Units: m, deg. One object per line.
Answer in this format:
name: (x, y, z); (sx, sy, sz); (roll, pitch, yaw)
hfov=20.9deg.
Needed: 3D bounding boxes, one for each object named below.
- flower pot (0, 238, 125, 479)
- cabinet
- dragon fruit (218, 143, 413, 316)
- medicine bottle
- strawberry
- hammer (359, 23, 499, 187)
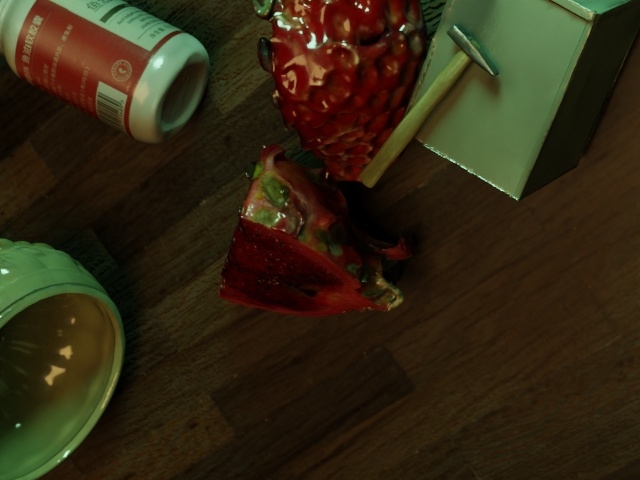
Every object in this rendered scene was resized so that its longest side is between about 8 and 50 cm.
flower pot: (-0.413, 0.124, 2.056); (0.244, 0.307, 0.307); (29, 121, 32)
cabinet: (0.200, -0.175, 1.675); (0.145, 0.150, 0.206); (32, 122, 20)
dragon fruit: (0.000, 0.000, 1.875); (0.211, 0.134, 0.262); (25, 158, -3)
medicine bottle: (-0.254, -0.211, 1.919); (0.250, 0.131, 0.131); (29, 120, 16)
strawberry: (0.041, -0.181, 1.712); (0.150, 0.253, 0.280); (-8, 108, 16)
hammer: (0.097, -0.118, 1.664); (0.062, 0.013, 0.199); (47, 127, 11)
